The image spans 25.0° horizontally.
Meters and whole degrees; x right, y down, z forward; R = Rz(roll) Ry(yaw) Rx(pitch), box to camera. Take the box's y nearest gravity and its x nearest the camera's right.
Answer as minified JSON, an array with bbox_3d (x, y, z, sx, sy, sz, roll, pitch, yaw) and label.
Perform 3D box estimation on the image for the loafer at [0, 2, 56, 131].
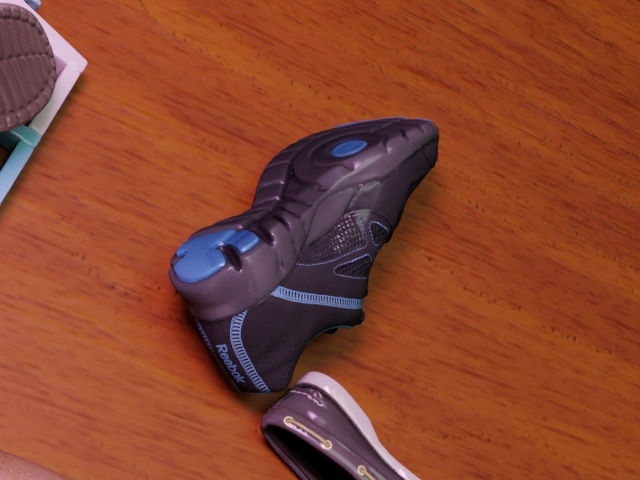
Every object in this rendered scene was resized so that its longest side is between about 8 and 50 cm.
[{"bbox_3d":[-0.306,-0.111,1.084,0.268,0.092,0.102,-35,117,-52],"label":"loafer"}]

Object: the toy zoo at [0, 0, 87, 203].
[{"bbox_3d":[-0.314,-0.124,1.162,0.192,0.030,0.293,34,55,-15],"label":"toy zoo"}]

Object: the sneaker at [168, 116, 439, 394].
[{"bbox_3d":[0.000,0.000,1.274,0.341,0.125,0.140,-40,120,-40],"label":"sneaker"}]

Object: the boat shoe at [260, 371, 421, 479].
[{"bbox_3d":[0.041,0.216,1.206,0.228,0.081,0.068,48,55,4],"label":"boat shoe"}]

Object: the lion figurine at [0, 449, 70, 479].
[{"bbox_3d":[-0.193,0.187,0.946,0.392,0.142,0.240,30,19,5],"label":"lion figurine"}]
